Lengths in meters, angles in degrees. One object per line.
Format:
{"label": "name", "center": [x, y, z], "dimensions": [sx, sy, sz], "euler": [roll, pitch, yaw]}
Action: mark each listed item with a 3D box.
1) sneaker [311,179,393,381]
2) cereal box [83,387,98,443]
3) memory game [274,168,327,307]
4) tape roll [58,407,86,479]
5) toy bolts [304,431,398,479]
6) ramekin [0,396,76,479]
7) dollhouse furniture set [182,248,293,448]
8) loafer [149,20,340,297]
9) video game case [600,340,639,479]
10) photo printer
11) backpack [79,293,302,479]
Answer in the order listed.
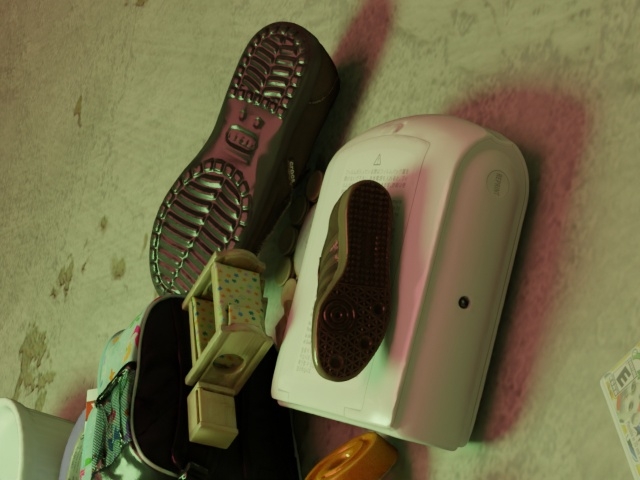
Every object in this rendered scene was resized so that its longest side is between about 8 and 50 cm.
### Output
{"label": "sneaker", "center": [0.027, 0.041, 1.372], "dimensions": [0.071, 0.066, 0.188], "euler": [139, 146, -68]}
{"label": "cereal box", "center": [-0.198, 0.275, 1.784], "dimensions": [0.173, 0.047, 0.240], "euler": [-13, 58, 17]}
{"label": "memory game", "center": [0.000, 0.000, 1.706], "dimensions": [0.186, 0.012, 0.186], "euler": [-37, 44, 48]}
{"label": "tape roll", "center": [-0.265, 0.302, 1.948], "dimensions": [0.189, 0.080, 0.189], "euler": [-38, 43, 47]}
{"label": "toy bolts", "center": [0.037, 0.303, 1.404], "dimensions": [0.218, 0.158, 0.228], "euler": [-38, 8, -20]}
{"label": "ramekin", "center": [-0.411, 0.368, 2.115], "dimensions": [0.277, 0.135, 0.277], "euler": [-38, 43, 48]}
{"label": "dollhouse furniture set", "center": [-0.046, 0.119, 1.556], "dimensions": [0.101, 0.161, 0.182], "euler": [-56, 30, 38]}
{"label": "loafer", "center": [-0.071, -0.070, 1.768], "dimensions": [0.134, 0.130, 0.366], "euler": [37, 104, 33]}
{"label": "video game case", "center": [0.300, 0.130, 1.084], "dimensions": [0.206, 0.026, 0.227], "euler": [-51, 35, 35]}
{"label": "photo printer", "center": [0.076, 0.030, 1.452], "dimensions": [0.256, 0.107, 0.307], "euler": [2, 77, 60]}
{"label": "backpack", "center": [-0.140, 0.194, 1.634], "dimensions": [0.191, 0.225, 0.253], "euler": [-39, 39, 39]}
